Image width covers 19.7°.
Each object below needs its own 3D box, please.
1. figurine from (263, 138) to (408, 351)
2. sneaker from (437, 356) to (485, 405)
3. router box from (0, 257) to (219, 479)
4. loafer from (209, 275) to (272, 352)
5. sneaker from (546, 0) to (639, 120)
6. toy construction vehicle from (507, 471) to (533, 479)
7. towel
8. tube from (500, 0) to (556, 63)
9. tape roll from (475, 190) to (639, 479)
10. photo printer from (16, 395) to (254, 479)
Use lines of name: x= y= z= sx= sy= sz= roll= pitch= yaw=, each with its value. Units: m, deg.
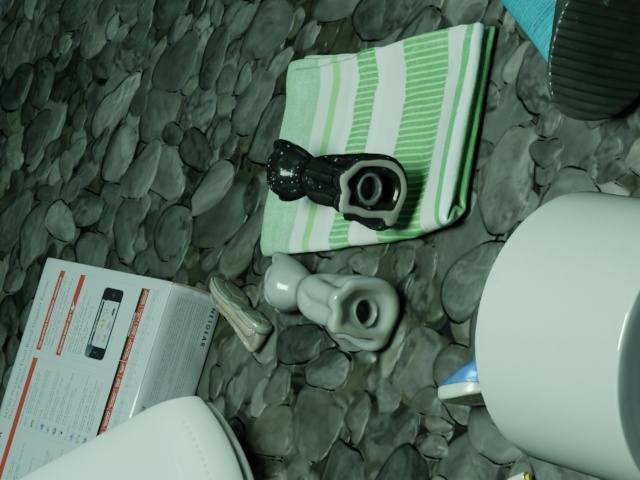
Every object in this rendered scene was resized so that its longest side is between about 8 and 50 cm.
figurine: x=0.000 y=0.000 z=2.020 sx=0.209 sy=0.092 sz=0.214 roll=18 pitch=107 yaw=57
sneaker: x=0.178 y=0.108 z=1.801 sx=0.152 sy=0.058 sz=0.084 roll=-22 pitch=63 yaw=38
router box: x=-0.283 y=0.202 z=2.295 sx=0.301 sy=0.082 sz=0.335 roll=10 pitch=81 yaw=52
loafer: x=-0.102 y=0.086 z=2.165 sx=0.125 sy=0.045 sz=0.039 roll=44 pitch=114 yaw=47
sneaker: x=0.293 y=-0.280 z=1.816 sx=0.146 sy=0.122 sz=0.330 roll=-139 pitch=65 yaw=-77
toy construction vehicle: x=0.172 y=0.272 z=1.753 sx=0.086 sy=0.035 sz=0.098 roll=-26 pitch=54 yaw=41
towel: x=0.056 y=-0.113 z=2.071 sx=0.325 sy=0.038 sz=0.247 roll=-6 pitch=69 yaw=49
tube: x=0.227 y=-0.252 z=1.926 sx=0.080 sy=0.052 sz=0.207 roll=-56 pitch=45 yaw=24
tape roll: x=0.274 y=0.086 z=1.549 sx=0.169 sy=0.246 sz=0.246 roll=12 pitch=83 yaw=53
photo printer: x=-0.206 y=0.332 z=2.041 sx=0.308 sy=0.107 sz=0.256 roll=-29 pitch=58 yaw=17
